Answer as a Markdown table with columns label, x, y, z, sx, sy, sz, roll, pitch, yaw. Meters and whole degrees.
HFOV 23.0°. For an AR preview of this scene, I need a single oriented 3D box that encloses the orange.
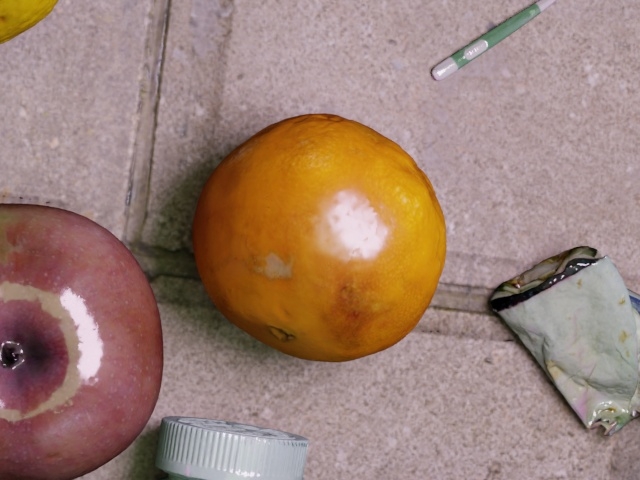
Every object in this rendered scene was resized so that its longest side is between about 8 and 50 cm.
| label | x | y | z | sx | sy | sz | roll | pitch | yaw |
| --- | --- | --- | --- | --- | --- | --- | --- | --- | --- |
| orange | 0.000 | 0.000 | 1.582 | 0.261 | 0.261 | 0.261 | 0 | 91 | -17 |

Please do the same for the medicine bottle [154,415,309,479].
| label | x | y | z | sx | sy | sz | roll | pitch | yaw |
| --- | --- | --- | --- | --- | --- | --- | --- | --- | --- |
| medicine bottle | -0.111 | 0.348 | 1.604 | 0.158 | 0.158 | 0.318 | 8 | 88 | -17 |

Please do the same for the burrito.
| label | x | y | z | sx | sy | sz | roll | pitch | yaw |
| --- | --- | --- | --- | --- | --- | --- | --- | --- | --- |
| burrito | 0.309 | 0.116 | 1.766 | 0.144 | 0.089 | 0.229 | -28 | 109 | 23 |

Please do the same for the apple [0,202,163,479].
| label | x | y | z | sx | sy | sz | roll | pitch | yaw |
| --- | --- | --- | --- | --- | --- | --- | --- | --- | --- |
| apple | -0.293 | 0.098 | 1.502 | 0.305 | 0.235 | 0.306 | 1 | 88 | -17 |

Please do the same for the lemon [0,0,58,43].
| label | x | y | z | sx | sy | sz | roll | pitch | yaw |
| --- | --- | --- | --- | --- | --- | --- | --- | --- | --- |
| lemon | -0.341 | -0.314 | 1.478 | 0.267 | 0.267 | 0.267 | 0 | 91 | -17 |

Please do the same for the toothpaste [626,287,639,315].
| label | x | y | z | sx | sy | sz | roll | pitch | yaw |
| --- | --- | --- | --- | --- | --- | --- | --- | --- | --- |
| toothpaste | 0.370 | 0.085 | 1.814 | 0.197 | 0.035 | 0.057 | 22 | 100 | -11 |

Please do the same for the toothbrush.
| label | x | y | z | sx | sy | sz | roll | pitch | yaw |
| --- | --- | --- | --- | --- | --- | --- | --- | --- | --- |
| toothbrush | 0.230 | -0.252 | 1.773 | 0.257 | 0.024 | 0.018 | -33 | 100 | -13 |
